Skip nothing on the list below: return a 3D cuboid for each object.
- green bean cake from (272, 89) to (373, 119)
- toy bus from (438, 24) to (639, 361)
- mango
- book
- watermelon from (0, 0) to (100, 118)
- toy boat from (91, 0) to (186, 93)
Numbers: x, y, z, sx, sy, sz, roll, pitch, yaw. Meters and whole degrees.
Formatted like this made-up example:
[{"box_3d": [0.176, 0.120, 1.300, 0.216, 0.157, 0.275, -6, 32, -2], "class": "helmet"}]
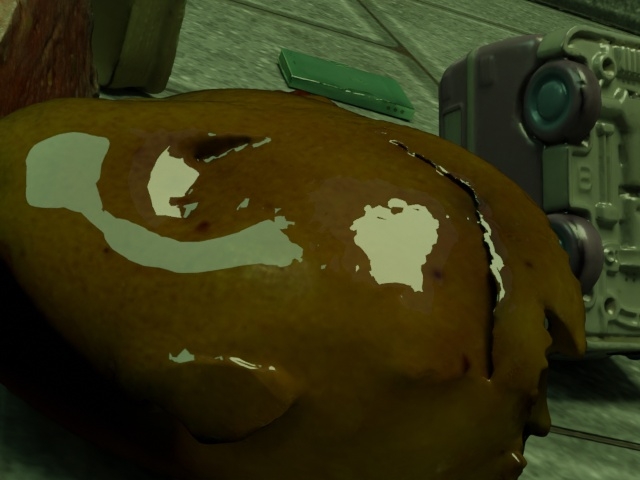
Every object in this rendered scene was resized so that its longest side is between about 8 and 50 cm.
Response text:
[{"box_3d": [0.000, 0.000, 0.680, 0.135, 0.135, 0.056, 25, 26, 25], "class": "green bean cake"}, {"box_3d": [0.159, -0.023, 0.825, 0.142, 0.202, 0.142, 6, -9, -38], "class": "toy bus"}, {"box_3d": [-0.028, 0.017, 0.553, 0.287, 0.152, 0.201, 27, 64, 27], "class": "mango"}, {"box_3d": [0.025, -0.164, 1.339, 0.135, 0.017, 0.103, 14, 22, -16], "class": "book"}, {"box_3d": [-0.209, -0.111, 0.715, 0.256, 0.176, 0.260, 43, 34, -14], "class": "watermelon"}, {"box_3d": [-0.203, -0.205, 1.081, 0.188, 0.116, 0.061, 32, 29, 29], "class": "toy boat"}]
